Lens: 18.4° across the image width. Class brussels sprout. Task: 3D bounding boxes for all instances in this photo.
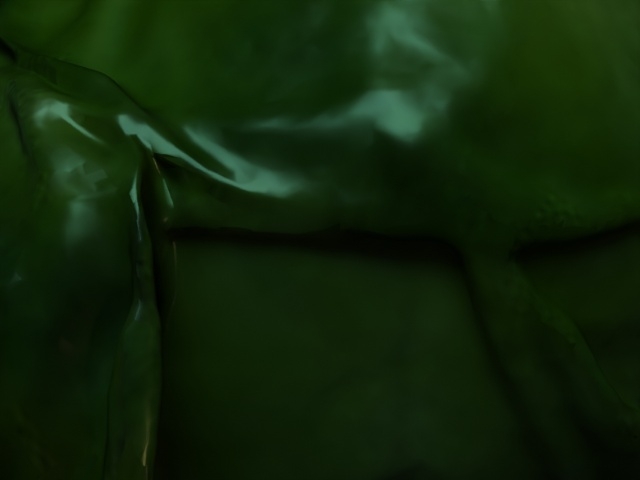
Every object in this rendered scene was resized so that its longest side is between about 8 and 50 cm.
[{"bbox_3d":[-0.002,-0.001,0.636,0.259,0.227,0.294,-2,45,6],"label":"brussels sprout"}]
